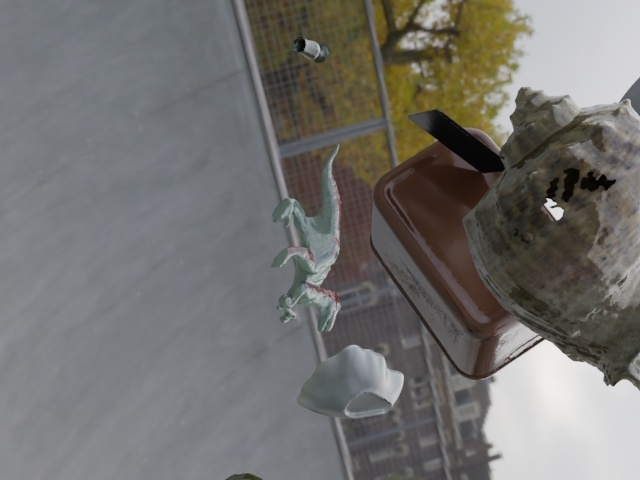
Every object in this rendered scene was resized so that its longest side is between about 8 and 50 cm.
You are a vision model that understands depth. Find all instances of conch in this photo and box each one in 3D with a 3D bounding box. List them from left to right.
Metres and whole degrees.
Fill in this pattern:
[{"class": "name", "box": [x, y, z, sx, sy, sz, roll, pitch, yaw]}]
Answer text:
[{"class": "conch", "box": [0.165, -0.002, 0.650, 0.207, 0.130, 0.155, 67, -12, 0]}]

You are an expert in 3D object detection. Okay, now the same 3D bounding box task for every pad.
[{"class": "pad", "box": [0.210, -0.147, 1.478, 0.157, 0.003, 0.112, 35, -10, -16]}]

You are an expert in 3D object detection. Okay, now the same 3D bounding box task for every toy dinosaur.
[{"class": "toy dinosaur", "box": [0.000, 0.000, 1.215, 0.053, 0.167, 0.242, 26, -79, 39]}]

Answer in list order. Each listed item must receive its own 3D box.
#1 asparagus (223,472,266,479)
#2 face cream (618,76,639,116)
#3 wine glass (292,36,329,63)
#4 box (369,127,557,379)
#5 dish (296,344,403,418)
[{"class": "asparagus", "box": [-0.075, 0.445, 1.474, 0.108, 0.128, 0.382, -67, -164, -6]}, {"class": "face cream", "box": [0.619, -0.155, 1.580, 0.312, 0.357, 0.219, 54, -12, -17]}, {"class": "wine glass", "box": [-0.019, -0.374, 1.917, 0.083, 0.042, 0.039, 12, 42, -57]}, {"class": "box", "box": [0.251, 0.018, 1.620, 0.339, 0.239, 0.229, 56, -8, 20]}, {"class": "dish", "box": [0.044, 0.161, 1.023, 0.137, 0.091, 0.039, 22, 25, -45]}]
